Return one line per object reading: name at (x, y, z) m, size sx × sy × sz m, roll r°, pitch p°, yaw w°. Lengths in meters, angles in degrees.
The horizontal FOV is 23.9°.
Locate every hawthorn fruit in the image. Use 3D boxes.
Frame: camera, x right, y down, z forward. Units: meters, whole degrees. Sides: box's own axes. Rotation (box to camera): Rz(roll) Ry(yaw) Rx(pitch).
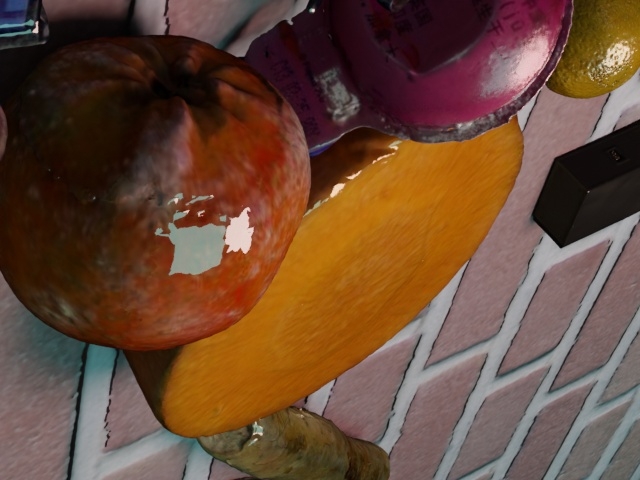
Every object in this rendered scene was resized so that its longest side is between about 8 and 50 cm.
hawthorn fruit at (-0.093, -0.020, 0.799) m, size 0.173 × 0.173 × 0.173 m, roll -30°, pitch 151°, yaw -19°

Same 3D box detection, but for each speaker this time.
speaker at (0.288, -0.067, 1.327) m, size 0.218 × 0.044 × 0.082 m, roll -24°, pitch 149°, yaw -27°

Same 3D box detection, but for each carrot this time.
carrot at (0.000, 0.000, 0.988) m, size 0.307 × 0.100 × 0.258 m, roll -44°, pitch 159°, yaw 15°

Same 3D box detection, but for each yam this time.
yam at (-0.016, 0.182, 1.296) m, size 0.071 × 0.067 × 0.317 m, roll -17°, pitch 158°, yaw 18°

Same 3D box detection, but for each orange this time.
orange at (0.188, -0.143, 1.047) m, size 0.095 × 0.085 × 0.085 m, roll -36°, pitch 153°, yaw 4°

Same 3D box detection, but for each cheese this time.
cheese at (0.037, -0.113, 0.849) m, size 0.244 × 0.155 × 0.062 m, roll -29°, pitch 165°, yaw 15°

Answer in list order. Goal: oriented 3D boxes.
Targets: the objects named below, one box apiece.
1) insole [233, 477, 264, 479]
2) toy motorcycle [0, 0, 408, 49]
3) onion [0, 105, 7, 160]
insole at (-0.054, 0.264, 1.430) m, size 0.081 × 0.011 × 0.248 m, roll -43°, pitch 153°, yaw 5°
toy motorcycle at (-0.024, -0.183, 0.653) m, size 0.358 × 0.125 × 0.213 m, roll -10°, pitch 146°, yaw -25°
onion at (-0.247, -0.041, 0.397) m, size 0.159 × 0.267 × 0.349 m, roll -50°, pitch -179°, yaw 13°
